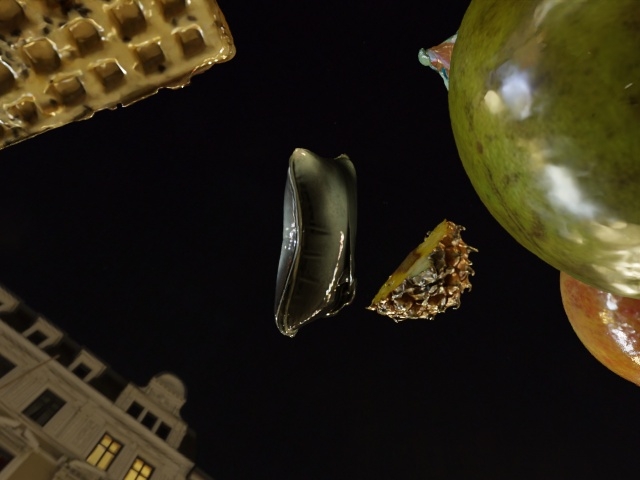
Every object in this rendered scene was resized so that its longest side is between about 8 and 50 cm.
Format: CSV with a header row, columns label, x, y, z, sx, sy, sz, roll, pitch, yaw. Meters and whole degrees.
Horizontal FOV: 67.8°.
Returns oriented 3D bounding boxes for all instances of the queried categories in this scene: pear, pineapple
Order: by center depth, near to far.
label,x,y,z,sx,sy,sz,roll,pitch,yaw
pear,0.294,-0.133,0.454,0.352,0.352,0.413,-12,-116,5
pineapple,0.233,0.078,0.916,0.140,0.164,0.250,45,-106,-3

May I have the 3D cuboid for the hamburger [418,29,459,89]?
label,x,y,z,sx,sy,sz,roll,pitch,yaw
hamburger,0.297,-0.267,0.790,0.150,0.276,0.260,-40,-54,13

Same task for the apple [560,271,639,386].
label,x,y,z,sx,sy,sz,roll,pitch,yaw
apple,0.430,0.026,0.586,0.163,0.251,0.293,33,-102,-29

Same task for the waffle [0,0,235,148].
label,x,y,z,sx,sy,sz,roll,pitch,yaw
waffle,-0.315,-0.271,0.552,0.376,0.261,0.114,-21,-120,-2

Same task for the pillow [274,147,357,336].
label,x,y,z,sx,sy,sz,roll,pitch,yaw
pillow,-0.002,0.000,0.364,0.091,0.055,0.135,-3,-83,-34
